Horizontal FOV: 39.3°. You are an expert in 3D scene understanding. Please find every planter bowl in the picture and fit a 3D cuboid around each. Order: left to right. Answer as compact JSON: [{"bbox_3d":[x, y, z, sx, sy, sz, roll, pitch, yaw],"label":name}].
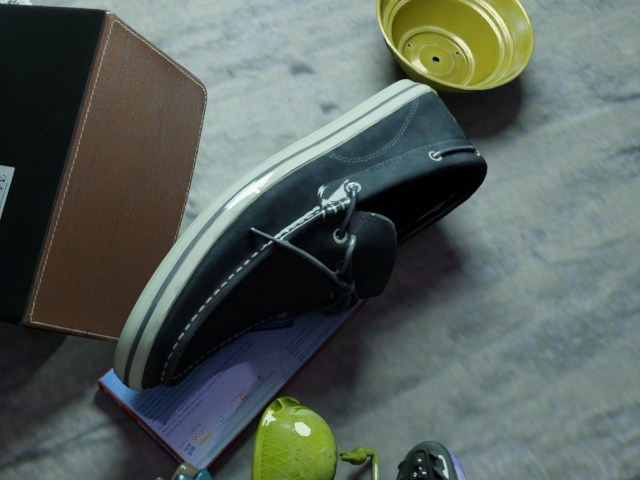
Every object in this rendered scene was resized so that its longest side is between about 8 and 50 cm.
[{"bbox_3d":[0.167,-0.265,1.198,0.217,0.090,0.217,6,62,-11],"label":"planter bowl"}]

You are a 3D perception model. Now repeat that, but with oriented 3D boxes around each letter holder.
[{"bbox_3d":[-0.254,-0.059,0.930,0.152,0.214,0.301,10,82,25],"label":"letter holder"}]

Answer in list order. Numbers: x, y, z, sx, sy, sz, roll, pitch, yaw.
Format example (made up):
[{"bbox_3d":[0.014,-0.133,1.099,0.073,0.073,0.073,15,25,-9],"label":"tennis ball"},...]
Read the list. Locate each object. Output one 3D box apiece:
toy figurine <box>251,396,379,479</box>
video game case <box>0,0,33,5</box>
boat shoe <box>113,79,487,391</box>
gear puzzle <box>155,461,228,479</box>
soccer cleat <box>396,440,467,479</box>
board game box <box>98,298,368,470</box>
[{"bbox_3d":[0.039,0.307,0.770,0.191,0.217,0.362,29,56,-28],"label":"toy figurine"},{"bbox_3d":[-0.496,-0.311,1.084,0.210,0.042,0.232,-32,75,-26],"label":"video game case"},{"bbox_3d":[0.000,0.000,0.941,0.156,0.186,0.500,42,56,15],"label":"boat shoe"},{"bbox_3d":[-0.131,0.367,0.782,0.175,0.044,0.339,36,52,-11],"label":"gear puzzle"},{"bbox_3d":[0.150,0.357,0.882,0.116,0.108,0.318,7,59,-32],"label":"soccer cleat"},{"bbox_3d":[-0.088,0.109,0.980,0.145,0.027,0.281,42,62,7],"label":"board game box"}]
